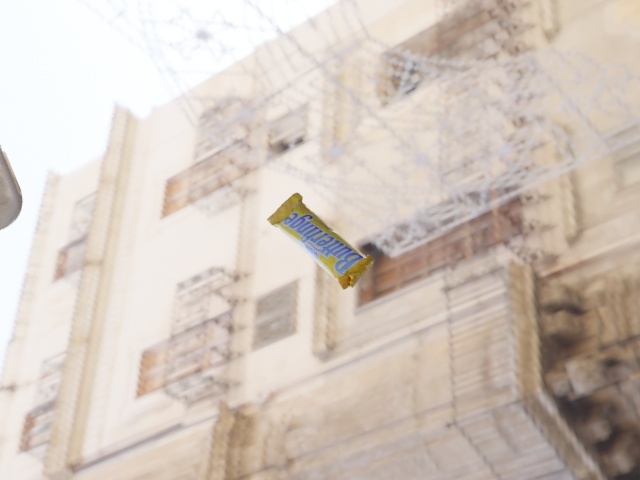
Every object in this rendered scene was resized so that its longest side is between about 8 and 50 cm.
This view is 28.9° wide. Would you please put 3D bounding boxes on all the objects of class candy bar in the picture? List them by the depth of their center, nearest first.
[{"bbox_3d":[0.000,0.000,1.116,0.018,0.040,0.161,50,175,-35],"label":"candy bar"}]

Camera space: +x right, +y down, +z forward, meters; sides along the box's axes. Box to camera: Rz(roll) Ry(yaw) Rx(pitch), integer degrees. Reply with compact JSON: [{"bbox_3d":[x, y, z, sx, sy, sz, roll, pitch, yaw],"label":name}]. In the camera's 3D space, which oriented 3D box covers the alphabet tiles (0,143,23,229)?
[{"bbox_3d":[-0.314,-0.043,0.668,0.021,0.278,0.284,-70,-39,-79],"label":"alphabet tiles"}]
